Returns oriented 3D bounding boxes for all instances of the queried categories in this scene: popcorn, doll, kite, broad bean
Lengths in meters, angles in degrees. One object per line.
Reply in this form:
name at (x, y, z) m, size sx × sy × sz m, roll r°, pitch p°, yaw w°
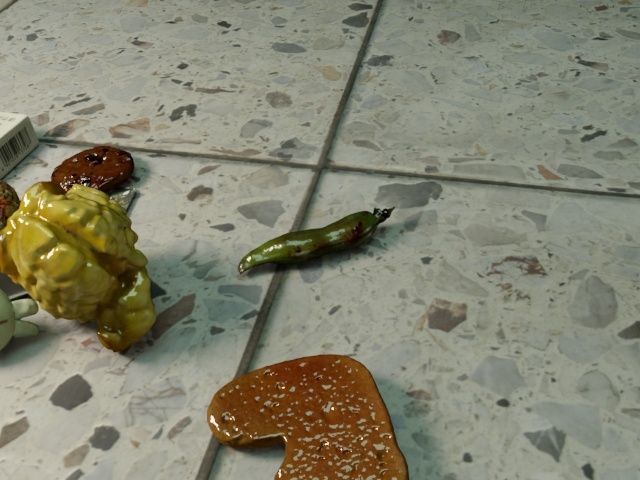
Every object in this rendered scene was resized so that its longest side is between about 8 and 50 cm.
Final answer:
popcorn at (-0.408, 0.035, 1.103) m, size 0.225 × 0.265 × 0.332 m, roll -37°, pitch 77°, yaw -20°
doll at (-0.635, 0.143, 1.108) m, size 0.274 × 0.155 × 0.113 m, roll 0°, pitch 5°, yaw 4°
kite at (-0.473, -0.040, 1.376) m, size 0.141 × 0.015 × 0.245 m, roll -11°, pitch 42°, yaw -1°
broad bean at (0.000, 0.000, 1.258) m, size 0.338 × 0.061 × 0.077 m, roll -17°, pitch 36°, yaw -14°

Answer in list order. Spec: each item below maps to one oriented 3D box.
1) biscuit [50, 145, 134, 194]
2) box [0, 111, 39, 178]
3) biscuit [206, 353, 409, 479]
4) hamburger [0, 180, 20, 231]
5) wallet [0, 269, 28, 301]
biscuit at (-0.527, -0.162, 1.486) m, size 0.191 × 0.049 × 0.192 m, roll -8°, pitch 37°, yaw 6°
box at (-0.858, -0.185, 1.515) m, size 0.210 × 0.095 × 0.330 m, roll 9°, pitch 45°, yaw 15°
biscuit at (-0.023, 0.296, 0.944) m, size 0.262 × 0.052 × 0.277 m, roll -17°, pitch 44°, yaw -7°
hamburger at (-0.719, -0.034, 1.308) m, size 0.230 × 0.107 × 0.231 m, roll -9°, pitch 43°, yaw 9°
wallet at (-0.544, 0.051, 1.265) m, size 0.244 × 0.025 × 0.124 m, roll -22°, pitch 46°, yaw -12°
